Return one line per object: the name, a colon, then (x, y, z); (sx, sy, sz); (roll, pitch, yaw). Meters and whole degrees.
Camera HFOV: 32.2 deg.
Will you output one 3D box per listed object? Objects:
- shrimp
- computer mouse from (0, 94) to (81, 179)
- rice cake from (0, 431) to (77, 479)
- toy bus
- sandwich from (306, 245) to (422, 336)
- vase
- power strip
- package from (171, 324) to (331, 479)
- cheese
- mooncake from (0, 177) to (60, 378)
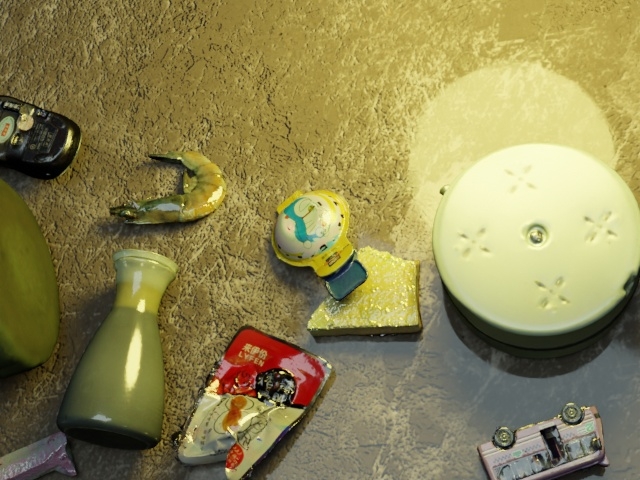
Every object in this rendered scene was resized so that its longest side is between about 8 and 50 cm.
shrimp: (-0.283, -0.096, 2.042); (0.217, 0.051, 0.150); (-9, 66, -1)
computer mouse: (-0.560, -0.189, 2.096); (0.233, 0.096, 0.137); (19, 80, 11)
rice cake: (-0.553, 0.419, 1.901); (0.290, 0.051, 0.081); (-25, 68, 1)
toy bus: (0.353, 0.331, 1.749); (0.199, 0.096, 0.108); (-20, 73, 5)
sandwich: (0.075, 0.082, 1.909); (0.193, 0.058, 0.162); (-4, 68, 11)
vase: (-0.332, 0.182, 1.891); (0.173, 0.173, 0.321); (4, 68, 11)
power strip: (0.349, 0.010, 1.829); (0.358, 0.161, 0.357); (-4, 70, 10)
package: (-0.123, 0.284, 1.871); (0.194, 0.071, 0.269); (26, 64, 15)
cheese: (0.000, 0.000, 1.926); (0.156, 0.064, 0.250); (-40, 54, 3)
mooncake: (-0.593, 0.066, 1.872); (0.194, 0.356, 0.356); (-16, 69, 7)
